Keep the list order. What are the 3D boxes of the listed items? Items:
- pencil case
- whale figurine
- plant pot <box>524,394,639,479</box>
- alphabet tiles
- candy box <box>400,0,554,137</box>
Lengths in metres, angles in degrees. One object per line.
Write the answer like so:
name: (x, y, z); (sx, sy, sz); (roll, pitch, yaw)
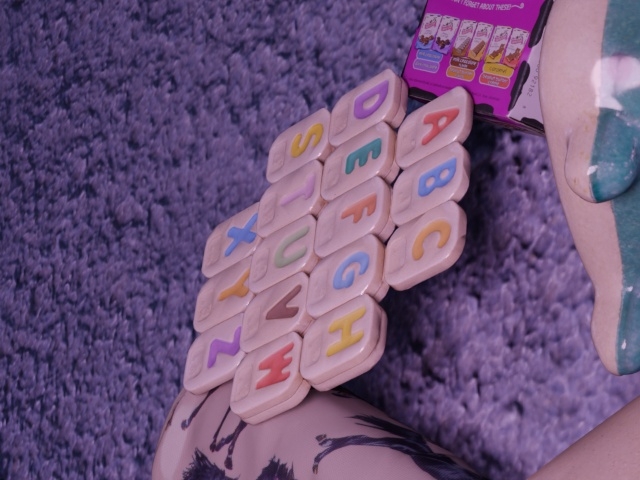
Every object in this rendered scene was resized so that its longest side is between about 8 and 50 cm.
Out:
pencil case: (0.028, 0.217, 1.411); (0.410, 0.160, 0.184); (25, 103, 58)
whale figurine: (0.225, -0.052, 1.259); (0.141, 0.216, 0.272); (1, 97, 25)
plant pot: (0.290, 0.121, 1.004); (0.274, 0.256, 0.256); (-43, 34, -5)
alphabet tiles: (0.000, 0.000, 1.490); (0.278, 0.021, 0.284); (-28, 39, 34)
candy box: (0.161, -0.202, 1.507); (0.159, 0.071, 0.233); (22, 94, 58)
